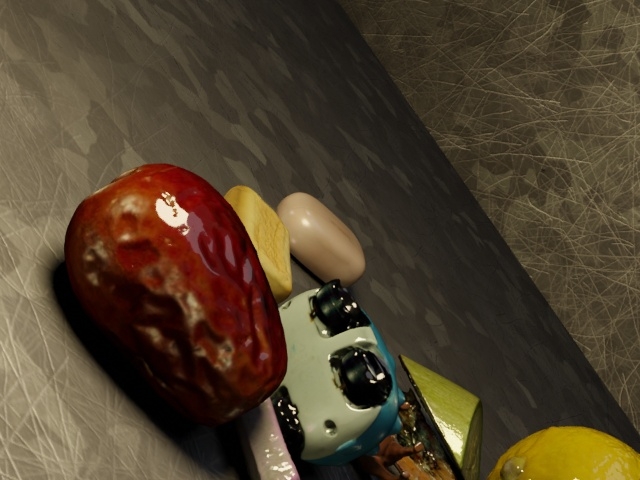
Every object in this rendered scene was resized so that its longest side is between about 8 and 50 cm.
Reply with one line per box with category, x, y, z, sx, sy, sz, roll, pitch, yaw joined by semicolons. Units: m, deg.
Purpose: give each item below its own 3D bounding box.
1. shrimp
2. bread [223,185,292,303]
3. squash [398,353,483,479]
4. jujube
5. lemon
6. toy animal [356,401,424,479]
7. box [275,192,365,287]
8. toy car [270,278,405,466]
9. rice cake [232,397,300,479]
shrimp;0.134;0.315;2.005;0.222;0.054;0.290;42;17;-31
bread;-0.111;0.015;1.913;0.147;0.098;0.217;46;20;-21
squash;0.198;0.312;2.127;0.237;0.155;0.204;65;34;-65
jujube;-0.168;0.063;1.497;0.318;0.223;0.223;60;16;-5
lemon;0.418;0.464;2.028;0.336;0.336;0.336;46;18;-19
toy animal;0.053;0.246;1.857;0.230;0.066;0.224;0;-73;58
box;0.000;0.000;2.250;0.200;0.088;0.146;40;21;-30
toy car;0.017;0.194;1.724;0.190;0.188;0.255;39;20;-48
rice cake;-0.093;0.202;1.611;0.365;0.056;0.072;-112;-162;-45
